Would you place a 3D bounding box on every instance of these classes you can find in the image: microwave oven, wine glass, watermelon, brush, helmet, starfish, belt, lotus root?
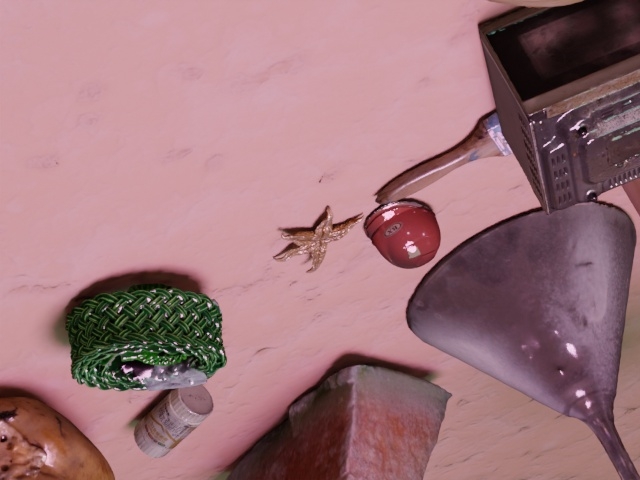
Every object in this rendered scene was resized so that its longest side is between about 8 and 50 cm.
[{"bbox_3d":[0.256,-0.132,1.419,0.205,0.129,0.163,-23,140,0],"label":"microwave oven"},{"bbox_3d":[0.287,0.188,1.706,0.267,0.406,0.267,-19,148,-12],"label":"wine glass"},{"bbox_3d":[0.004,0.267,1.855,0.151,0.302,0.264,38,123,-15],"label":"watermelon"},{"bbox_3d":[0.136,-0.081,1.547,0.196,0.021,0.070,-27,151,11],"label":"brush"},{"bbox_3d":[0.082,0.000,1.608,0.065,0.049,0.084,-35,149,23],"label":"helmet"},{"bbox_3d":[0.000,0.000,1.585,0.086,0.016,0.092,-12,143,-16],"label":"starfish"},{"bbox_3d":[-0.158,0.084,1.558,0.151,0.079,0.121,4,153,-21],"label":"belt"},{"bbox_3d":[-0.278,0.255,1.660,0.160,0.146,0.284,-60,160,-23],"label":"lotus root"}]

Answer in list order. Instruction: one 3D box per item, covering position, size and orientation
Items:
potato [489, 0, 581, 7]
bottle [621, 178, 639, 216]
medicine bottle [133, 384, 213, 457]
[{"bbox_3d":[0.159,-0.286,1.016,0.243,0.221,0.326,27,130,-35],"label":"potato"},{"bbox_3d":[0.326,-0.042,1.663,0.045,0.096,0.045,-18,152,-10],"label":"bottle"},{"bbox_3d":[-0.151,0.184,1.746,0.047,0.047,0.083,10,138,-44],"label":"medicine bottle"}]
